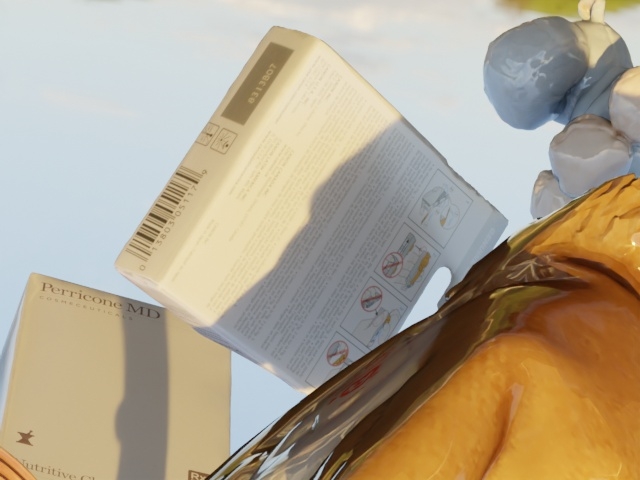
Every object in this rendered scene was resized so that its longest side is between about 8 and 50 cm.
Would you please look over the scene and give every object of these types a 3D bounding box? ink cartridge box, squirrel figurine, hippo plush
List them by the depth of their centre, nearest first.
[{"bbox_3d":[0.155,0.188,0.912,0.397,0.370,0.281,-41,-176,-33],"label":"squirrel figurine"},{"bbox_3d":[0.000,0.000,1.300,0.066,0.189,0.232,25,169,44],"label":"ink cartridge box"},{"bbox_3d":[0.302,-0.153,2.019,0.294,0.234,0.237,-6,-127,-36],"label":"hippo plush"}]

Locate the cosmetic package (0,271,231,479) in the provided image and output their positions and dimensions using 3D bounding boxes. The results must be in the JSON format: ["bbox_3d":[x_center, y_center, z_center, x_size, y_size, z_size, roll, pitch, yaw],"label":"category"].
[{"bbox_3d":[-0.199,0.211,1.793,0.217,0.156,0.385,15,-149,-13],"label":"cosmetic package"}]

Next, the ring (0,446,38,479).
[{"bbox_3d":[-0.252,0.272,1.215,0.032,0.337,0.336,-15,176,35],"label":"ring"}]
